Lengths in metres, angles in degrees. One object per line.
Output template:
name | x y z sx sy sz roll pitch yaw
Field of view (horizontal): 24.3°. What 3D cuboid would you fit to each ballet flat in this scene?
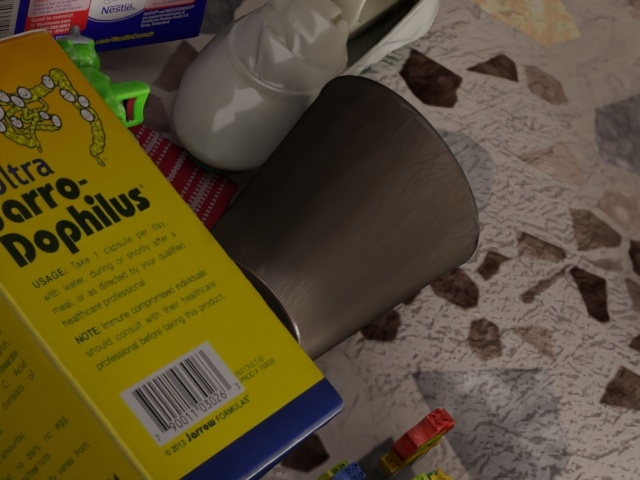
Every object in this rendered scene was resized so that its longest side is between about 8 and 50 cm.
ballet flat | 0.003 -0.204 1.416 0.139 0.139 0.400 41 45 8

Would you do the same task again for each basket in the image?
basket | 0.000 0.000 1.260 0.227 0.154 0.204 -41 103 -37

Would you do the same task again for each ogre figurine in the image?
ogre figurine | -0.196 -0.088 1.210 0.097 0.118 0.197 10 49 -23

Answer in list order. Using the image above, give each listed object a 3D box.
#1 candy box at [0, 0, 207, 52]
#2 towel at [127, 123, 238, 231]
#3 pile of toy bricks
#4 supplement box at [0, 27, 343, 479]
candy box | -0.283 -0.311 1.358 0.268 0.122 0.317 -14 54 -33
towel | -0.222 -0.053 1.271 0.275 0.031 0.199 30 46 -5
pile of toy bricks | 0.054 0.212 1.152 0.212 0.105 0.118 -27 70 -38
supplement box | -0.194 0.060 1.044 0.356 0.194 0.195 51 38 7
